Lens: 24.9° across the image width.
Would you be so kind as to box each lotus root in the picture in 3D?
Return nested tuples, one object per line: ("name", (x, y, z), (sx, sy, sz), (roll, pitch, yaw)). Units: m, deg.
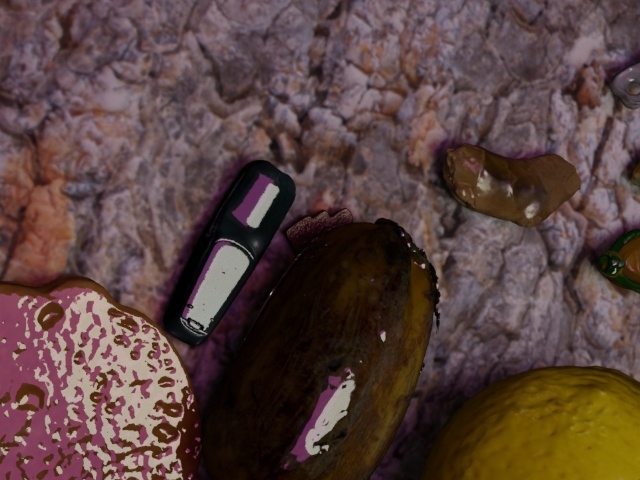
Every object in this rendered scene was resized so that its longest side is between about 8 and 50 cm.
("lotus root", (0.003, 0.159, 1.563), (0.196, 0.179, 0.397), (39, 74, -30))

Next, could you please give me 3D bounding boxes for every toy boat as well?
("toy boat", (0.437, 0.021, 1.784), (0.230, 0.088, 0.088), (-6, 85, -15))

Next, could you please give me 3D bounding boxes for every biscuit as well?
("biscuit", (0.000, 0.000, 1.654), (0.092, 0.016, 0.082), (8, 91, -21))
("biscuit", (-0.294, 0.194, 1.510), (0.351, 0.057, 0.312), (-3, 90, -24))

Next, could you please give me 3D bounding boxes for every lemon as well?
("lemon", (0.278, 0.306, 1.597), (0.350, 0.350, 0.387), (45, 55, -16))

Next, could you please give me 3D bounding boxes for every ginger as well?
("ginger", (0.225, -0.067, 1.718), (0.190, 0.069, 0.095), (12, 90, -23))

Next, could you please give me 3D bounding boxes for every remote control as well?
("remote control", (-0.100, 0.013, 1.598), (0.072, 0.042, 0.222), (34, 78, -21))

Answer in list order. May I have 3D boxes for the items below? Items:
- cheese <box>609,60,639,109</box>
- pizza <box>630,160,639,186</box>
("cheese", (0.484, -0.253, 1.799), (0.286, 0.082, 0.163), (-37, 65, -9))
("pizza", (0.465, -0.072, 1.828), (0.175, 0.046, 0.134), (-6, 91, -22))
